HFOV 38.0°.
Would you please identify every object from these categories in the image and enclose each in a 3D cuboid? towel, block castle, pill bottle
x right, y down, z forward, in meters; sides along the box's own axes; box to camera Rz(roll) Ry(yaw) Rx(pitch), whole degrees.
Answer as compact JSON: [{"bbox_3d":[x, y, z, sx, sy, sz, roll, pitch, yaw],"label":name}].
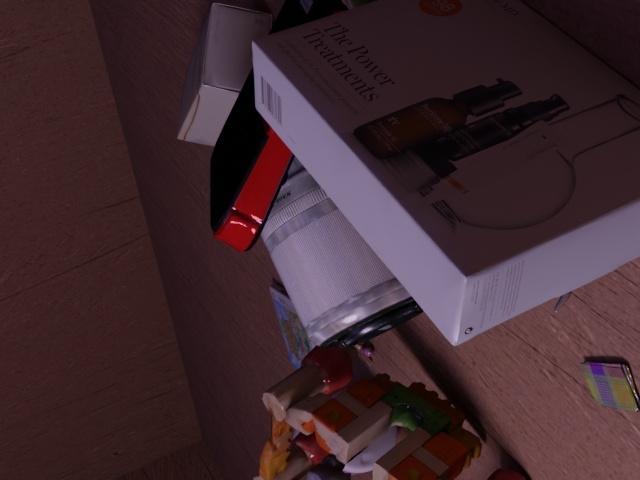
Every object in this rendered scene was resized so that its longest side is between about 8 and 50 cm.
[{"bbox_3d":[0.338,0.168,1.080,0.060,0.009,0.083,68,161,-3],"label":"towel"},{"bbox_3d":[0.115,0.388,1.512,0.453,0.213,0.303,33,134,30],"label":"block castle"},{"bbox_3d":[0.039,0.393,1.870,0.160,0.160,0.283,65,160,9],"label":"pill bottle"}]

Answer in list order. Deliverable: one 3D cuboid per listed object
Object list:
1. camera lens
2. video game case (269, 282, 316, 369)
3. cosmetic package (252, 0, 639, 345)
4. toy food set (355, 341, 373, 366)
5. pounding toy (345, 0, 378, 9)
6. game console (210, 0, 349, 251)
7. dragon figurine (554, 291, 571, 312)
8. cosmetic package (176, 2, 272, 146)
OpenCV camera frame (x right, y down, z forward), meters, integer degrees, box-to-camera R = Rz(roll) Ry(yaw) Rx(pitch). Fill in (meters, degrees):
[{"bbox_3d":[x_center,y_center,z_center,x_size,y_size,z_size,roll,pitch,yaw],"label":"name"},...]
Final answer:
[{"bbox_3d":[0.038,0.007,1.381,0.274,0.219,0.219,64,160,11],"label":"camera lens"},{"bbox_3d":[-0.047,0.218,2.111,0.193,0.023,0.212,26,135,62],"label":"video game case"},{"bbox_3d":[0.142,-0.107,0.896,0.377,0.284,0.097,51,153,38],"label":"cosmetic package"},{"bbox_3d":[0.071,0.183,1.750,0.078,0.019,0.122,43,163,42],"label":"toy food set"},{"bbox_3d":[0.094,-0.291,1.140,0.183,0.110,0.237,62,-172,-3],"label":"pounding toy"},{"bbox_3d":[-0.060,-0.190,1.276,0.342,0.060,0.386,-61,17,17],"label":"game console"},{"bbox_3d":[0.212,-0.049,1.068,0.289,0.085,0.144,64,160,13],"label":"dragon figurine"},{"bbox_3d":[-0.182,-0.294,1.714,0.309,0.113,0.160,142,135,-70],"label":"cosmetic package"}]
